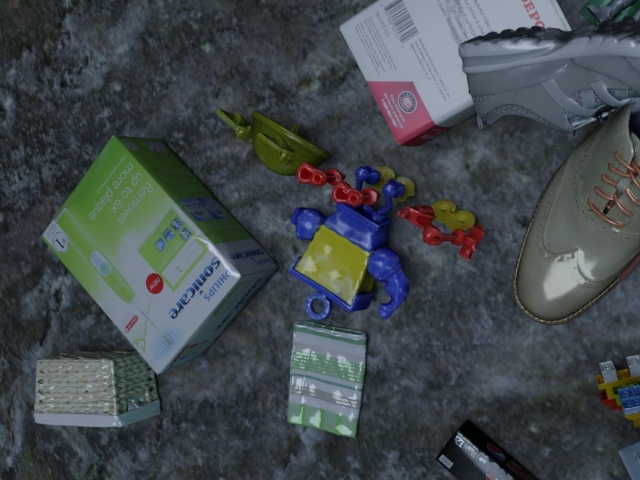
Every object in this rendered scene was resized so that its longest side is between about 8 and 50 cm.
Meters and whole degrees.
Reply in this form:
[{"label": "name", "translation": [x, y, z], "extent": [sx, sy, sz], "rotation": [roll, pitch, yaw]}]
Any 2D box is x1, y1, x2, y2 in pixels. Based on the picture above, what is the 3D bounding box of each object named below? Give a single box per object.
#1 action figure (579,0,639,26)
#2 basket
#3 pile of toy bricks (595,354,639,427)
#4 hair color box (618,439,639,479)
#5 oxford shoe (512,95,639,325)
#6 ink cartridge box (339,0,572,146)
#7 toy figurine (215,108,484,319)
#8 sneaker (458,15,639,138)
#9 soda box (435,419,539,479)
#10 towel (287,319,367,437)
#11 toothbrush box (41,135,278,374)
[{"label": "action figure", "translation": [0.407, -0.321, 0.870], "extent": [0.232, 0.063, 0.137], "rotation": [-45, 45, 13]}, {"label": "basket", "translation": [-0.348, 0.227, 1.226], "extent": [0.167, 0.113, 0.103], "rotation": [-3, 89, 24]}, {"label": "pile of toy bricks", "translation": [0.435, 0.185, 0.894], "extent": [0.212, 0.118, 0.105], "rotation": [-15, 121, 15]}, {"label": "hair color box", "translation": [0.517, 0.211, 0.775], "extent": [0.374, 0.113, 0.185], "rotation": [-33, 119, 16]}, {"label": "oxford shoe", "translation": [0.334, -0.071, 0.882], "extent": [0.140, 0.146, 0.397], "rotation": [33, 106, 18]}, {"label": "ink cartridge box", "translation": [0.171, -0.247, 0.965], "extent": [0.237, 0.100, 0.172], "rotation": [-28, 84, 23]}, {"label": "toy figurine", "translation": [0.000, 0.000, 1.021], "extent": [0.362, 0.191, 0.217], "rotation": [30, 110, 20]}, {"label": "sneaker", "translation": [0.285, -0.165, 0.824], "extent": [0.281, 0.105, 0.115], "rotation": [9, 120, 38]}, {"label": "soda box", "translation": [0.232, 0.309, 1.004], "extent": [0.169, 0.060, 0.053], "rotation": [40, 107, 17]}, {"label": "towel", "translation": [0.006, 0.196, 1.115], "extent": [0.113, 0.023, 0.152], "rotation": [8, 98, 24]}, {"label": "toothbrush box", "translation": [-0.237, 0.016, 1.155], "extent": [0.283, 0.122, 0.206], "rotation": [46, 110, 12]}]
